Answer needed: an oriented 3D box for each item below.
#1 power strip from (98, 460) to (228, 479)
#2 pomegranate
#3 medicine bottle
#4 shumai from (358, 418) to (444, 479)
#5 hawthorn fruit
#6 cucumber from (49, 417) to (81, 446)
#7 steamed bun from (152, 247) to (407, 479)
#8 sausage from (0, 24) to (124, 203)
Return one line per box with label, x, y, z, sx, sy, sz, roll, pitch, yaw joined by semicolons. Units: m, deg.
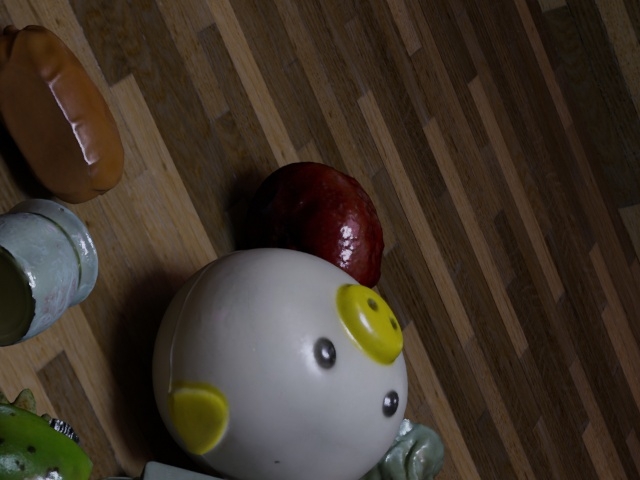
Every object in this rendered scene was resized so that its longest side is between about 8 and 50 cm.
power strip;-0.143;0.342;1.947;0.288;0.053;0.093;16;27;-9
pomegranate;-0.361;0.267;1.667;0.236;0.236;0.302;56;6;-28
medicine bottle;-0.353;0.036;1.806;0.143;0.147;0.147;-42;113;-58
shumai;0.097;0.429;2.265;0.330;0.292;0.289;-19;86;-37
hawthorn fruit;0.000;0.000;2.332;0.230;0.210;0.266;67;16;12
cucumber;-0.340;0.327;1.785;0.067;0.067;0.245;45;46;-39
steamed bun;-0.051;0.181;2.064;0.374;0.334;0.334;38;47;-36
sausage;-0.335;-0.161;1.941;0.241;0.120;0.136;61;20;-21
